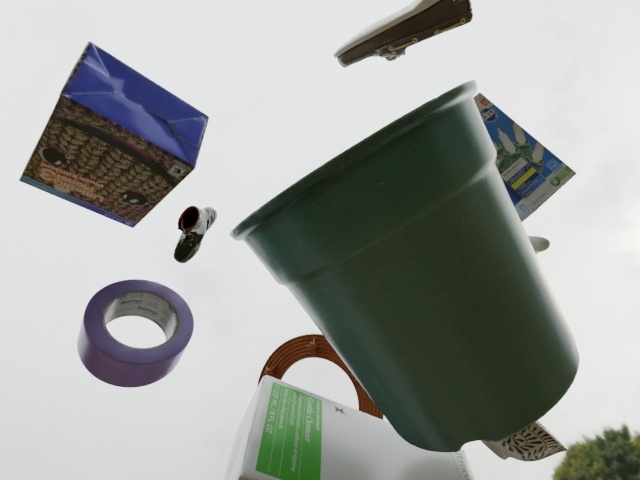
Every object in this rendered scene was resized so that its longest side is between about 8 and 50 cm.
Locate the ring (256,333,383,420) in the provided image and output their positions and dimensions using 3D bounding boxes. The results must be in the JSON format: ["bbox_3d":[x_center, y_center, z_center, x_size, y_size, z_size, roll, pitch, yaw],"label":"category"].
[{"bbox_3d":[-0.013,0.401,1.005,0.336,0.337,0.032,-40,-18,13],"label":"ring"}]

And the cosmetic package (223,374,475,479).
[{"bbox_3d":[0.046,0.372,0.597,0.365,0.197,0.155,22,-72,-8],"label":"cosmetic package"}]

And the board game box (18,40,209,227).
[{"bbox_3d":[-0.402,-0.180,0.801,0.232,0.141,0.291,28,-39,-34],"label":"board game box"}]

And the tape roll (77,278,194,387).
[{"bbox_3d":[-0.341,0.168,0.765,0.189,0.189,0.080,20,-55,-21],"label":"tape roll"}]

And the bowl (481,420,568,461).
[{"bbox_3d":[0.285,0.287,0.648,0.170,0.170,0.080,40,-87,-28],"label":"bowl"}]

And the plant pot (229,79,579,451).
[{"bbox_3d":[0.122,0.043,0.524,0.341,0.341,0.334,-32,-87,9],"label":"plant pot"}]

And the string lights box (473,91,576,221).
[{"bbox_3d":[0.375,-0.174,0.862,0.133,0.260,0.077,-39,-15,-13],"label":"string lights box"}]

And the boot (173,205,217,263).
[{"bbox_3d":[-0.467,-0.023,1.438,0.085,0.178,0.236,34,-89,2],"label":"boot"}]

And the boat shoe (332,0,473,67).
[{"bbox_3d":[0.183,-0.477,0.950,0.324,0.117,0.097,-19,-58,26],"label":"boat shoe"}]

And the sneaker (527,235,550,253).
[{"bbox_3d":[0.654,0.062,1.423,0.105,0.123,0.290,20,-20,-25],"label":"sneaker"}]
